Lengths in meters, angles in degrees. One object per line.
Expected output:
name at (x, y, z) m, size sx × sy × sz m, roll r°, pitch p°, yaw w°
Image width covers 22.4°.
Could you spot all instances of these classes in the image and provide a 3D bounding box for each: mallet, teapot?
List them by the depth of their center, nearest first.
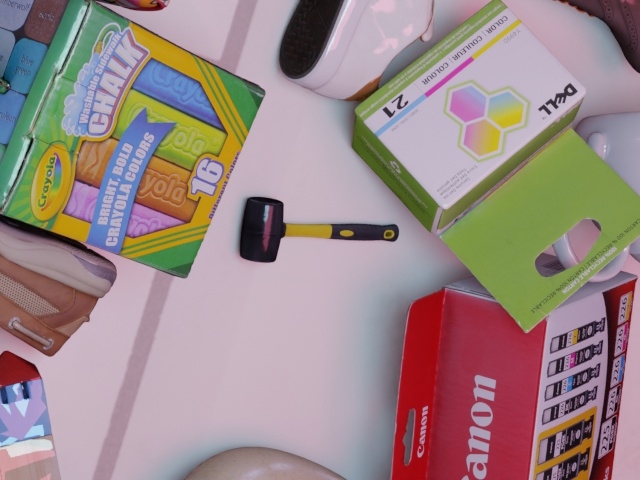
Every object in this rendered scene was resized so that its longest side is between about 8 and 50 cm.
mallet at (0.000, 0.000, 1.593) m, size 0.189 × 0.039 × 0.062 m, roll 10°, pitch 97°, yaw -39°
teapot at (0.379, -0.043, 1.692) m, size 0.252 × 0.256 × 0.187 m, roll -7°, pitch 96°, yaw -75°

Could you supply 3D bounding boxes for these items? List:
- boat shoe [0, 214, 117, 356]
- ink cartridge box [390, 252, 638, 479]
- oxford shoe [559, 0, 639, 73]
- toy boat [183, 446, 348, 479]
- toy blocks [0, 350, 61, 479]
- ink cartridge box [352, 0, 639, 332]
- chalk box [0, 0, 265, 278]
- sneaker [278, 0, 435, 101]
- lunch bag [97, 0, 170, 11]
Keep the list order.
boat shoe at (-0.319, 0.015, 1.333) m, size 0.324 × 0.123 × 0.116 m, roll 26°, pitch 92°, yaw -34°
ink cartridge box at (0.197, 0.193, 1.670) m, size 0.272 × 0.130 × 0.309 m, roll -16°, pitch 115°, yaw -52°
oxford shoe at (0.278, -0.270, 1.674) m, size 0.098 × 0.097 × 0.271 m, roll -33°, pitch 117°, yaw 2°
toy boat at (-0.070, 0.362, 1.575) m, size 0.267 × 0.148 × 0.318 m, roll 26°, pitch 64°, yaw -38°
toy blocks at (-0.364, 0.191, 1.322) m, size 0.381 × 0.191 × 0.261 m, roll -11°, pitch 101°, yaw -16°
ink cartridge box at (0.183, -0.073, 1.545) m, size 0.189 × 0.255 × 0.097 m, roll -39°, pitch 166°, yaw -12°
chalk box at (-0.220, -0.105, 1.283) m, size 0.289 × 0.180 × 0.179 m, roll 22°, pitch 91°, yaw -51°
sneaker at (0.071, -0.266, 1.524) m, size 0.123 × 0.106 × 0.290 m, roll 19°, pitch 104°, yaw -39°
lunch bag at (-0.239, -0.273, 1.211) m, size 0.293 × 0.258 × 0.120 m, roll 24°, pitch 90°, yaw -37°
